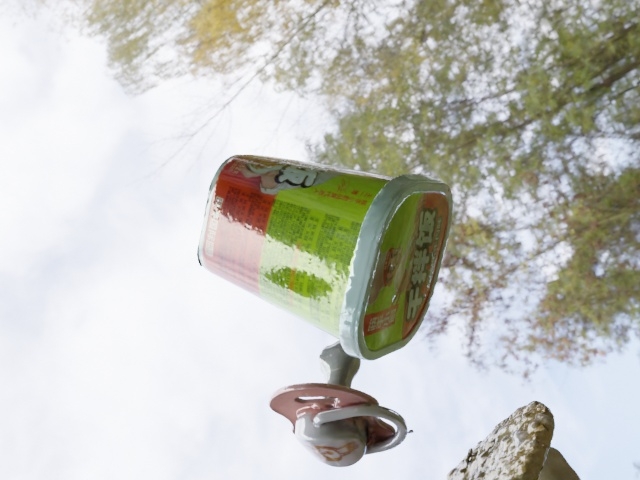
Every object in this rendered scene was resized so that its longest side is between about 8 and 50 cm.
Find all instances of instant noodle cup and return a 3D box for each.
[{"bbox_3d":[0.000,0.000,1.079,0.294,0.308,0.293,-37,-44,-46],"label":"instant noodle cup"}]

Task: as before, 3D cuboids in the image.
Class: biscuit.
[{"bbox_3d":[0.125,0.223,0.603,0.033,0.220,0.220,38,-144,9],"label":"biscuit"}]

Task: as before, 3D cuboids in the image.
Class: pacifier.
[{"bbox_3d":[0.031,0.355,1.513,0.273,0.220,0.332,52,174,41],"label":"pacifier"}]

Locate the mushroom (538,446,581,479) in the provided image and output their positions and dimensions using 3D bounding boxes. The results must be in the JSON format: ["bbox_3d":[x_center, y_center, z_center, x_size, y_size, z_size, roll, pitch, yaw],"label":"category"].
[{"bbox_3d":[0.299,0.391,0.845,0.292,0.292,0.290,33,-173,-36],"label":"mushroom"}]
